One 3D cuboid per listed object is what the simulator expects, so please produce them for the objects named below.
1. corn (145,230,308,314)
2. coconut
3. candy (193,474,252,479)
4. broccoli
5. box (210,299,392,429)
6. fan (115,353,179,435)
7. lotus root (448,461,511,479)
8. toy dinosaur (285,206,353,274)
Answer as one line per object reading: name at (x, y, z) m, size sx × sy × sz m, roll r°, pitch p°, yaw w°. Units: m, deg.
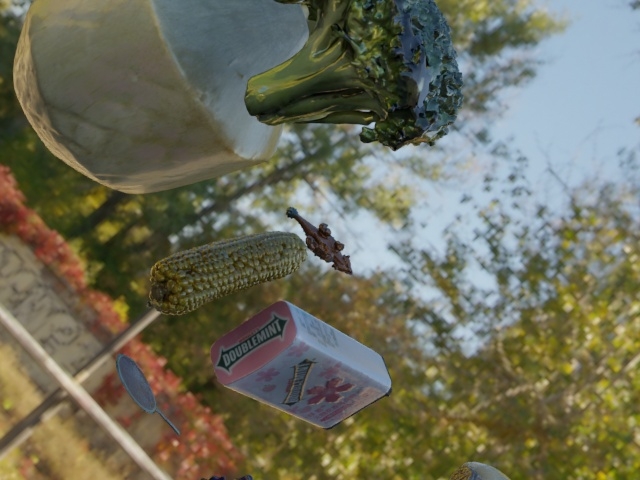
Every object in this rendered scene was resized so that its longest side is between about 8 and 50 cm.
corn at (-0.153, 0.043, 1.867) m, size 0.102 × 0.313 × 0.101 m, roll 22°, pitch -60°, yaw 42°
coconut at (-0.205, -0.250, 1.553) m, size 0.415 × 0.416 × 0.344 m, roll 130°, pitch -56°, yaw -83°
candy at (-0.095, 0.410, 1.305) m, size 0.070 × 0.145 × 0.275 m, roll -18°, pitch 89°, yaw -62°
broccoli at (0.029, -0.197, 1.245) m, size 0.263 × 0.243 × 0.247 m, roll 49°, pitch 26°, yaw -47°
box at (-0.026, 0.249, 2.110) m, size 0.370 × 0.190 × 0.112 m, roll 34°, pitch 30°, yaw -49°
fan at (-0.214, 0.194, 1.367) m, size 0.133 × 0.005 × 0.085 m, roll 55°, pitch 8°, yaw -22°
lotus root at (0.151, 0.242, 0.963) m, size 0.150 × 0.062 × 0.073 m, roll 52°, pitch 36°, yaw -35°
toy dinosaur at (0.000, 0.000, 1.823) m, size 0.154 × 0.049 × 0.055 m, roll 46°, pitch -6°, yaw 2°
